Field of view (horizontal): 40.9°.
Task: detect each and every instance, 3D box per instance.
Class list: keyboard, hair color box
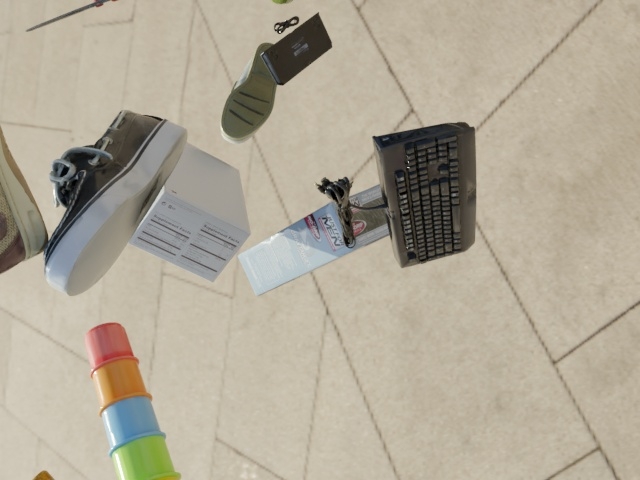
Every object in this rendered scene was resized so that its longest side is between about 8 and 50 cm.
[{"bbox_3d":[-0.052,-0.398,1.730,0.023,0.180,0.108,0,126,46],"label":"keyboard"},{"bbox_3d":[0.000,0.000,1.891,0.374,0.185,0.113,-28,87,50],"label":"hair color box"},{"bbox_3d":[0.106,-0.042,1.130,0.202,0.317,0.033,-10,60,5],"label":"keyboard"}]

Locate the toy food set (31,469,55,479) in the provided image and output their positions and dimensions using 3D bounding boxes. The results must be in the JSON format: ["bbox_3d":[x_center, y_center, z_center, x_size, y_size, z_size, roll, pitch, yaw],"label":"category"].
[{"bbox_3d":[-0.504,0.487,1.461,0.111,0.232,0.104,-44,90,0],"label":"toy food set"}]

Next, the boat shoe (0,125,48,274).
[{"bbox_3d":[-0.352,-0.083,0.792,0.103,0.092,0.285,8,131,34],"label":"boat shoe"}]

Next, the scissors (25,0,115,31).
[{"bbox_3d":[-0.369,-0.423,1.495,0.109,0.297,0.021,26,139,62],"label":"scissors"}]

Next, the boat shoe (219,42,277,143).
[{"bbox_3d":[-0.170,-0.348,2.124,0.103,0.113,0.302,-48,16,58],"label":"boat shoe"}]

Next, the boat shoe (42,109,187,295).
[{"bbox_3d":[-0.247,-0.060,0.954,0.306,0.105,0.113,-69,3,-48],"label":"boat shoe"}]

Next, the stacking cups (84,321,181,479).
[{"bbox_3d":[-0.263,0.264,1.233,0.096,0.096,0.316,-44,56,39],"label":"stacking cups"}]

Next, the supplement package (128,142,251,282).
[{"bbox_3d":[-0.278,-0.076,1.796,0.145,0.204,0.262,-51,29,23],"label":"supplement package"}]

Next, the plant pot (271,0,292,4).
[{"bbox_3d":[-0.056,-0.395,1.283,0.079,0.083,0.083,117,144,-71],"label":"plant pot"}]
